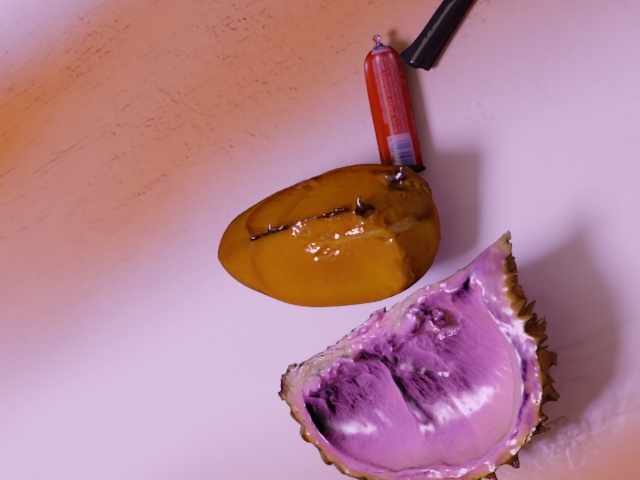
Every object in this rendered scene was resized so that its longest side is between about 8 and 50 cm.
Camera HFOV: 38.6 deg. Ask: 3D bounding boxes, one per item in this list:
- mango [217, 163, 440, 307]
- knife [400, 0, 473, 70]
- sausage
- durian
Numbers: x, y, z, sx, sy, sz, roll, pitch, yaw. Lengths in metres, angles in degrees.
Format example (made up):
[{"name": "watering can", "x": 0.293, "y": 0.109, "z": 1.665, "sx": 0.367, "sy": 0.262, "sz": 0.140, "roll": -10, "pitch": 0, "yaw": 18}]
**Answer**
[{"name": "mango", "x": 0.000, "y": 0.000, "z": 0.907, "sx": 0.252, "sy": 0.154, "sz": 0.126, "roll": -10, "pitch": 110, "yaw": 38}, {"name": "knife", "x": 0.145, "y": -0.271, "z": 0.881, "sx": 0.230, "sy": 0.028, "sz": 0.060, "roll": -55, "pitch": 54, "yaw": 21}, {"name": "sausage", "x": 0.069, "y": -0.137, "z": 0.923, "sx": 0.050, "sy": 0.048, "sz": 0.145, "roll": 156, "pitch": 103, "yaw": -70}, {"name": "durian", "x": 0.108, "y": 0.142, "z": 0.882, "sx": 0.341, "sy": 0.112, "sz": 0.191, "roll": -38, "pitch": 82, "yaw": 37}]
